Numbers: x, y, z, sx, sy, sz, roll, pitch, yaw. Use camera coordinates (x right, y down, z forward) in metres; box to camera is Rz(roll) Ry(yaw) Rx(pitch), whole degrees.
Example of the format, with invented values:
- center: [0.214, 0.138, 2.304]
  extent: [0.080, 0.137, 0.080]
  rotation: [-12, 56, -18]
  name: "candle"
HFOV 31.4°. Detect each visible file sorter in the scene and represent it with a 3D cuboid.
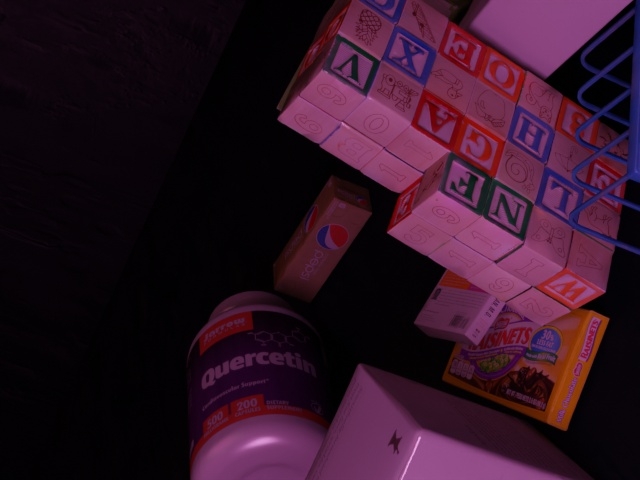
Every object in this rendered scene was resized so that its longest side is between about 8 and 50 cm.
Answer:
- center: [0.268, -0.085, 0.899]
  extent: [0.104, 0.118, 0.170]
  rotation: [-41, 33, 57]
  name: "file sorter"

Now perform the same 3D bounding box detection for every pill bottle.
- center: [-0.072, 0.200, 1.390]
  extent: [0.181, 0.181, 0.323]
  rotation: [-59, 22, 24]
  name: "pill bottle"

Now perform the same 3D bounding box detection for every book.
- center: [0.161, 0.034, 1.117]
  extent: [0.144, 0.035, 0.096]
  rotation: [-54, 21, -13]
  name: "book"

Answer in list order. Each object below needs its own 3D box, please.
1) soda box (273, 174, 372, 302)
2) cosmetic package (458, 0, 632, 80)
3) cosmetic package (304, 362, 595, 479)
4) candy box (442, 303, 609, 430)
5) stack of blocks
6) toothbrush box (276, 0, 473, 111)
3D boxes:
- center: [0.000, 0.000, 1.587]
  extent: [0.181, 0.061, 0.058]
  rotation: [-56, 24, 31]
  name: "soda box"
- center: [0.251, -0.297, 0.996]
  extent: [0.284, 0.097, 0.377]
  rotation: [-57, 3, -18]
  name: "cosmetic package"
- center: [0.099, 0.215, 0.925]
  extent: [0.151, 0.183, 0.151]
  rotation: [-65, 20, 7]
  name: "cosmetic package"
- center: [0.184, 0.103, 1.055]
  extent: [0.105, 0.027, 0.206]
  rotation: [-66, 20, -5]
  name: "candy box"
- center: [0.118, -0.078, 0.979]
  extent: [0.087, 0.297, 0.171]
  rotation: [-39, 24, 53]
  name: "stack of blocks"
- center: [0.097, -0.223, 1.295]
  extent: [0.206, 0.122, 0.283]
  rotation: [-59, -12, 27]
  name: "toothbrush box"
